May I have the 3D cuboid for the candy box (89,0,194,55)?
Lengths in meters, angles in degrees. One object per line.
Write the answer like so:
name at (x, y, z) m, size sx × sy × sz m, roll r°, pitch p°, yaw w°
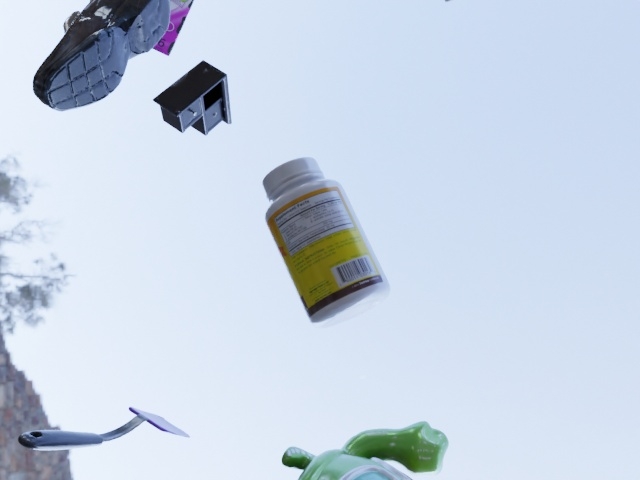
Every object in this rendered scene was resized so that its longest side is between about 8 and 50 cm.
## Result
candy box at (-0.284, -0.450, 1.114) m, size 0.233 × 0.159 × 0.071 m, roll -51°, pitch -155°, yaw 40°

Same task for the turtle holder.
turtle holder at (0.063, 0.398, 0.856) m, size 0.227 × 0.320 × 0.244 m, roll 4°, pitch -81°, yaw 25°

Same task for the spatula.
spatula at (-0.283, 0.260, 0.895) m, size 0.084 × 0.296 × 0.030 m, roll 21°, pitch -88°, yaw 27°

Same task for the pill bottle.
pill bottle at (0.000, 0.000, 0.883) m, size 0.117 × 0.117 × 0.215 m, roll -36°, pitch -108°, yaw 37°

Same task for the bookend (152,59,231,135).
bookend at (-0.278, -0.285, 1.457) m, size 0.072 × 0.157 × 0.156 m, roll 34°, pitch -29°, yaw 17°

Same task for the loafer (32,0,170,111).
loafer at (-0.201, -0.174, 0.581) m, size 0.061 × 0.170 × 0.062 m, roll 21°, pitch -42°, yaw 10°
